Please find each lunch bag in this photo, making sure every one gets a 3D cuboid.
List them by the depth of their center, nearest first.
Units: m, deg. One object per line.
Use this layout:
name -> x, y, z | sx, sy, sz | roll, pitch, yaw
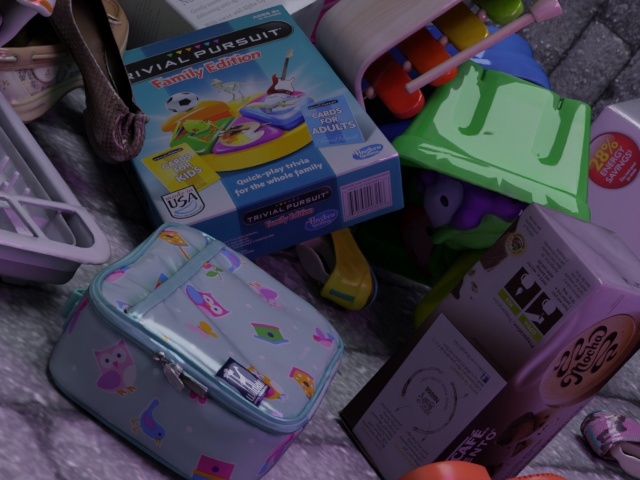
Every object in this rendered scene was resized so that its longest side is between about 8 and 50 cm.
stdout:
lunch bag -> -0.104, 0.093, 1.317 | 0.224, 0.108, 0.279 | 38, 18, 1

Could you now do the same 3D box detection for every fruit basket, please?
fruit basket -> 0.172, 0.027, 1.775 | 0.283, 0.392, 0.392 | 21, 18, 1

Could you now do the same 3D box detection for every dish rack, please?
dish rack -> -0.360, -0.077, 1.320 | 0.286, 0.072, 0.333 | 15, 28, -48

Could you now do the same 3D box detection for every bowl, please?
bowl -> 0.100, -0.176, 1.951 | 0.391, 0.391, 0.077 | 10, 66, -55

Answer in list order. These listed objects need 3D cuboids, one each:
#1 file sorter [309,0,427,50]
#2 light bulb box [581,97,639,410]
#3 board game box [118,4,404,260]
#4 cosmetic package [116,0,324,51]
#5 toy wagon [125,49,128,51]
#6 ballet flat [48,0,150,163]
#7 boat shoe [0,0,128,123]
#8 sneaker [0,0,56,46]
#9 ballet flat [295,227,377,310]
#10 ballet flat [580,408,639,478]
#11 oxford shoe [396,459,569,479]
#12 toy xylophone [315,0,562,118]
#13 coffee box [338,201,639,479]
file sorter -> 0.026, -0.337, 2.298 | 0.182, 0.202, 0.290 | -8, 80, -60
light bulb box -> 0.413, 0.004, 2.108 | 0.225, 0.358, 0.361 | 39, 19, 12
board game box -> -0.095, -0.118, 1.662 | 0.254, 0.079, 0.336 | -19, 42, -14
cosmetic package -> -0.207, -0.365, 2.043 | 0.385, 0.156, 0.217 | 44, 51, 14
toy wagon -> -0.345, -0.281, 1.865 | 0.344, 0.068, 0.267 | 39, 18, 4
ballet flat -> -0.233, -0.201, 1.583 | 0.084, 0.058, 0.249 | 2, 67, -55
boat shoe -> -0.286, -0.218, 1.646 | 0.105, 0.089, 0.285 | 18, 33, 9
sneaker -> -0.384, -0.246, 1.464 | 0.126, 0.321, 0.127 | 25, 60, -54
ballet flat -> 0.000, 0.000, 1.815 | 0.077, 0.077, 0.231 | 8, 31, -25
ballet flat -> 0.424, 0.278, 1.934 | 0.222, 0.077, 0.079 | 20, 42, -31
oxford shoe -> 0.177, 0.280, 1.447 | 0.271, 0.097, 0.098 | 14, 48, -42
toy xylophone -> 0.141, -0.248, 1.686 | 0.081, 0.323, 0.236 | 55, 9, -44
coffee box -> 0.183, 0.119, 1.485 | 0.168, 0.297, 0.119 | 16, 31, -50
